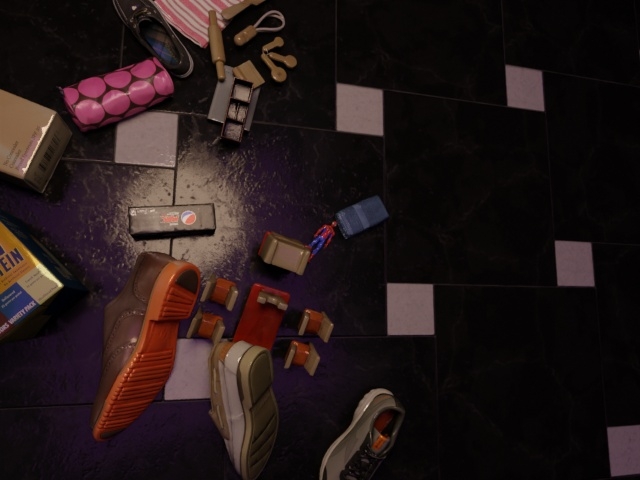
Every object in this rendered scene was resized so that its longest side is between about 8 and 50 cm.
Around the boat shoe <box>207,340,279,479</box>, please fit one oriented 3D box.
[{"bbox_3d":[-0.152,0.324,0.890,0.104,0.113,0.302,12,111,25],"label":"boat shoe"}]

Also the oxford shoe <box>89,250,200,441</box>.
[{"bbox_3d":[-0.358,0.196,0.887,0.133,0.130,0.363,20,83,22],"label":"oxford shoe"}]

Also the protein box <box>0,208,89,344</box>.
[{"bbox_3d":[-0.542,0.057,0.793,0.136,0.200,0.201,-44,95,-17],"label":"protein box"}]

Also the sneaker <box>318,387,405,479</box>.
[{"bbox_3d":[0.086,0.440,0.962,0.100,0.108,0.271,34,76,-10],"label":"sneaker"}]

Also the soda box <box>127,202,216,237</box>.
[{"bbox_3d":[-0.303,-0.041,0.950,0.169,0.053,0.060,-4,84,-15],"label":"soda box"}]

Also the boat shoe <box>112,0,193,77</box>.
[{"bbox_3d":[-0.361,-0.446,0.973,0.080,0.076,0.228,-35,96,4],"label":"boat shoe"}]

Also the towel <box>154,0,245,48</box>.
[{"bbox_3d":[-0.263,-0.548,1.048,0.144,0.029,0.197,38,74,-8],"label":"towel"}]

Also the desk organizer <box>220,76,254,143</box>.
[{"bbox_3d":[-0.179,-0.278,0.988,0.047,0.050,0.130,13,96,-13],"label":"desk organizer"}]

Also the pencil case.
[{"bbox_3d":[-0.413,-0.305,0.943,0.209,0.095,0.098,-27,69,-20],"label":"pencil case"}]

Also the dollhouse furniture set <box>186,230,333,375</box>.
[{"bbox_3d":[-0.106,0.119,0.955,0.262,0.135,0.258,20,94,-12],"label":"dollhouse furniture set"}]

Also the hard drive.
[{"bbox_3d":[-0.191,-0.317,1.037,0.094,0.022,0.135,15,79,-13],"label":"hard drive"}]

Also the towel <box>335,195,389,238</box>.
[{"bbox_3d":[0.095,-0.056,1.076,0.120,0.029,0.067,-24,89,-17],"label":"towel"}]

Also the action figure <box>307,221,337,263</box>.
[{"bbox_3d":[0.000,0.000,1.043,0.038,0.030,0.115,40,72,-2],"label":"action figure"}]

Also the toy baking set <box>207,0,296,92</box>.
[{"bbox_3d":[-0.160,-0.457,1.052,0.197,0.030,0.256,-11,84,-26],"label":"toy baking set"}]

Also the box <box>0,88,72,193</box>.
[{"bbox_3d":[-0.653,-0.218,0.843,0.311,0.121,0.147,20,78,-12],"label":"box"}]
